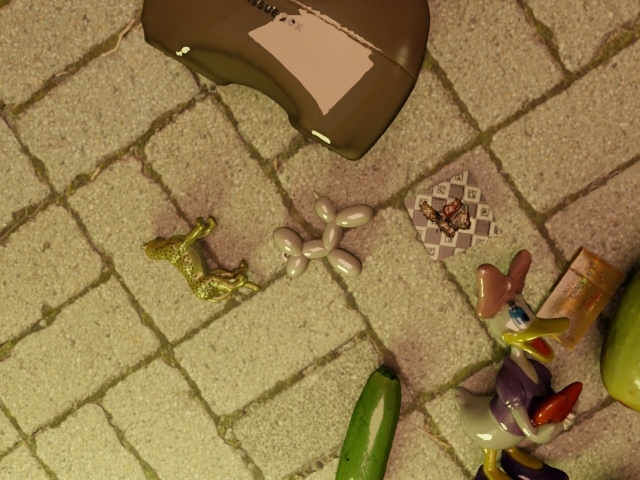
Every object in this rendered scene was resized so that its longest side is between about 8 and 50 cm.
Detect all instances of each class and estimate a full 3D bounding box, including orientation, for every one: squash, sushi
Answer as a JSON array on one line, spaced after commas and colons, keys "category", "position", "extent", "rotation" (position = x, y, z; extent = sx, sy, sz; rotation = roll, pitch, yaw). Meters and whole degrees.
[{"category": "squash", "position": [0.079, 0.360, 1.012], "extent": [0.082, 0.082, 0.292], "rotation": [14, 97, 3]}, {"category": "sushi", "position": [0.220, -0.040, 0.987], "extent": [0.126, 0.026, 0.120], "rotation": [-26, 91, 3]}]

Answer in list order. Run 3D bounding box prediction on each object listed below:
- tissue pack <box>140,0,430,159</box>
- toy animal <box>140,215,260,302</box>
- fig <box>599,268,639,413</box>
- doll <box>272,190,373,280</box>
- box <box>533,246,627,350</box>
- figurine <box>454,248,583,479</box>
[{"category": "tissue pack", "position": [-0.033, -0.313, 0.858], "extent": [0.387, 0.267, 0.276], "rotation": [31, 95, 3]}, {"category": "toy animal", "position": [-0.207, 0.048, 1.019], "extent": [0.136, 0.073, 0.181], "rotation": [-33, 105, 15]}, {"category": "fig", "position": [0.563, 0.134, 0.864], "extent": [0.258, 0.258, 0.326], "rotation": [46, 111, -1]}, {"category": "doll", "position": [0.000, 0.000, 0.993], "extent": [0.160, 0.059, 0.160], "rotation": [13, 98, 4]}, {"category": "box", "position": [0.428, 0.097, 0.983], "extent": [0.089, 0.022, 0.156], "rotation": [34, 98, 0]}, {"category": "figurine", "position": [0.311, 0.235, 0.946], "extent": [0.193, 0.154, 0.420], "rotation": [20, 114, 41]}]
